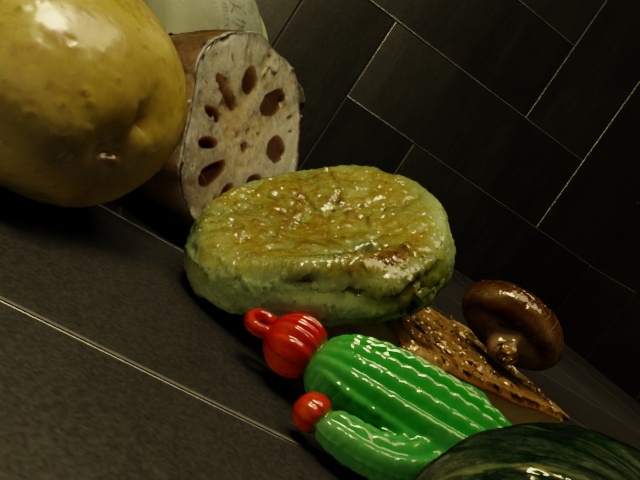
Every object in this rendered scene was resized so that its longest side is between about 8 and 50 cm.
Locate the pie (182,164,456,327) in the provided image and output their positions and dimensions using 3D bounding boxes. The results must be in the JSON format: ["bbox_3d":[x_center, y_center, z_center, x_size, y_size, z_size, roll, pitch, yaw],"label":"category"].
[{"bbox_3d":[0.000,0.000,0.759,0.276,0.079,0.277,-1,26,0],"label":"pie"}]

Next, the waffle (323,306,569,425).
[{"bbox_3d":[0.117,0.134,0.841,0.308,0.091,0.213,27,10,-39],"label":"waffle"}]

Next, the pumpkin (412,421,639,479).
[{"bbox_3d":[0.114,0.179,0.320,0.211,0.152,0.212,33,32,-24],"label":"pumpkin"}]

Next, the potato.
[{"bbox_3d":[-0.233,-0.136,0.666,0.242,0.243,0.285,38,0,32],"label":"potato"}]

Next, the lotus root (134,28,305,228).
[{"bbox_3d":[-0.152,-0.138,0.924,0.191,0.272,0.272,15,0,23],"label":"lotus root"}]

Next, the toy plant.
[{"bbox_3d":[0.049,0.133,0.594,0.240,0.088,0.155,22,24,-13],"label":"toy plant"}]

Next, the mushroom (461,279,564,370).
[{"bbox_3d":[0.217,0.096,0.855,0.126,0.085,0.109,44,8,5],"label":"mushroom"}]

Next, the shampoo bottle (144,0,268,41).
[{"bbox_3d":[-0.254,-0.306,1.181,0.322,0.323,0.317,37,17,20],"label":"shampoo bottle"}]
